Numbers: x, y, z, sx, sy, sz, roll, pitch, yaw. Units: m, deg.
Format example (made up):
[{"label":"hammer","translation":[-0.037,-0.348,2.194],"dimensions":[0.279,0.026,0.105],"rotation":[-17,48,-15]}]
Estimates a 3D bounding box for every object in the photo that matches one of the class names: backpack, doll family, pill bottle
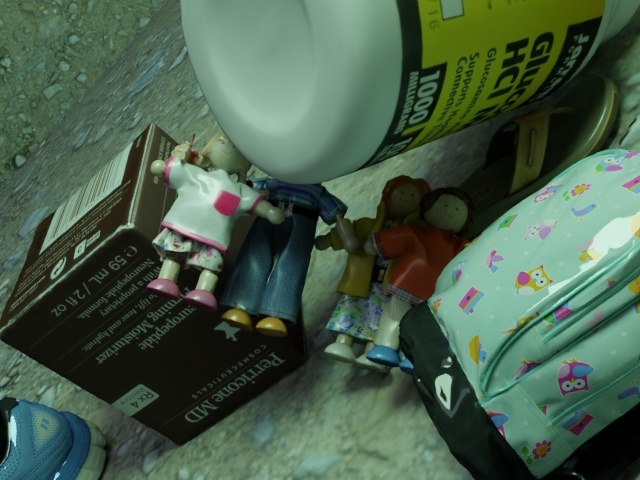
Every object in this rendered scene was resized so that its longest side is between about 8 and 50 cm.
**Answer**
[{"label":"backpack","translation":[0.136,0.040,0.404],"dimensions":[0.182,0.115,0.152],"rotation":[-38,28,10]},{"label":"doll family","translation":[0.000,0.000,0.572],"dimensions":[0.118,0.262,0.163],"rotation":[87,-160,-74]},{"label":"pill bottle","translation":[0.086,-0.173,0.532],"dimensions":[0.333,0.188,0.187],"rotation":[-24,15,-34]}]

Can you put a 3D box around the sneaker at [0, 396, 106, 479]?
[{"label":"sneaker","translation":[-0.345,0.300,0.696],"dimensions":[0.129,0.147,0.330],"rotation":[-14,44,45]}]

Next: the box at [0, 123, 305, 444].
[{"label":"box","translation":[-0.143,0.042,0.678],"dimensions":[0.168,0.203,0.167],"rotation":[-37,31,20]}]

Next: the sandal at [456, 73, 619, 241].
[{"label":"sandal","translation":[0.152,-0.066,0.574],"dimensions":[0.180,0.049,0.072],"rotation":[-39,31,16]}]
